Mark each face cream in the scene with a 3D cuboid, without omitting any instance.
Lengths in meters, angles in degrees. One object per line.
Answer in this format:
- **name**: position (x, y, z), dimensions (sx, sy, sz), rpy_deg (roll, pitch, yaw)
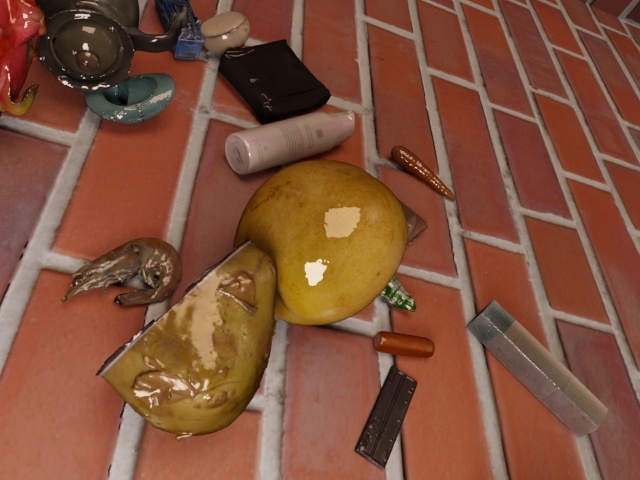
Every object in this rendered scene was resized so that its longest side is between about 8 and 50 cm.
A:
- **face cream**: position (-0.057, -0.241, 1.348), dimensions (0.346, 0.102, 0.102), rpy_deg (-22, 66, -39)

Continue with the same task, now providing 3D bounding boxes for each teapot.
- **teapot**: position (-0.454, -0.429, 1.207), dimensions (0.306, 0.223, 0.285), rpy_deg (13, 40, -32)

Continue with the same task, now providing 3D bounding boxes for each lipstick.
- **lipstick**: position (0.456, 0.268, 1.214), dimensions (0.317, 0.066, 0.068), rpy_deg (46, 47, 13)

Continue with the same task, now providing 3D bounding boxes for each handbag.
- **handbag**: position (-0.114, -0.420, 1.481), dimensions (0.247, 0.080, 0.223), rpy_deg (-28, 70, -39)

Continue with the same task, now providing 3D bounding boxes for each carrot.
- **carrot**: position (0.274, -0.175, 1.506), dimensions (0.216, 0.048, 0.048), rpy_deg (39, 46, 0)

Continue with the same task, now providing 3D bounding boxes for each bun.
- **bun**: position (-0.246, -0.531, 1.502), dimensions (0.138, 0.094, 0.138), rpy_deg (-8, 46, 8)

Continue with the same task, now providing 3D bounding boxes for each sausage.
- **sausage**: position (0.168, 0.207, 1.135), dimensions (0.131, 0.041, 0.039), rpy_deg (11, 35, -20)

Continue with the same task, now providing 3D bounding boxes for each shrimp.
- **shrimp**: position (-0.336, 0.068, 0.995), dimensions (0.223, 0.047, 0.126), rpy_deg (-31, 81, -42)

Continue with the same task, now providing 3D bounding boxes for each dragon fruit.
- **dragon fruit**: position (-0.617, -0.346, 1.018), dimensions (0.226, 0.305, 0.305), rpy_deg (-7, 57, -31)

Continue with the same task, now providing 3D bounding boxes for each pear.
- **pear**: position (0.000, 0.000, 1.046), dimensions (0.315, 0.314, 0.314), rpy_deg (14, 49, -16)

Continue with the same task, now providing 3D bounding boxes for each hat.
- **hat**: position (-0.406, -0.299, 1.241), dimensions (0.191, 0.077, 0.138), rpy_deg (-16, 52, -14)

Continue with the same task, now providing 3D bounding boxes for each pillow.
- **pillow**: position (0.160, -0.026, 1.329), dimensions (0.135, 0.034, 0.211), rpy_deg (41, 48, 6)

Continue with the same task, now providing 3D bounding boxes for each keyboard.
- **keyboard**: position (0.123, 0.317, 1.044), dimensions (0.064, 0.010, 0.198), rpy_deg (35, 46, 1)

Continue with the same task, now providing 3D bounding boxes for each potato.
- **potato**: position (-0.159, 0.161, 0.877), dimensions (0.196, 0.246, 0.299), rpy_deg (46, 65, -5)

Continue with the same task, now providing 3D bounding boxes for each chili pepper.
- **chili pepper**: position (0.128, 0.062, 1.214), dimensions (0.227, 0.088, 0.059), rpy_deg (50, 22, 11)

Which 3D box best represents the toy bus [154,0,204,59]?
- **toy bus**: position (-0.369, -0.569, 1.465), dimensions (0.079, 0.094, 0.236), rpy_deg (-3, 56, -36)
